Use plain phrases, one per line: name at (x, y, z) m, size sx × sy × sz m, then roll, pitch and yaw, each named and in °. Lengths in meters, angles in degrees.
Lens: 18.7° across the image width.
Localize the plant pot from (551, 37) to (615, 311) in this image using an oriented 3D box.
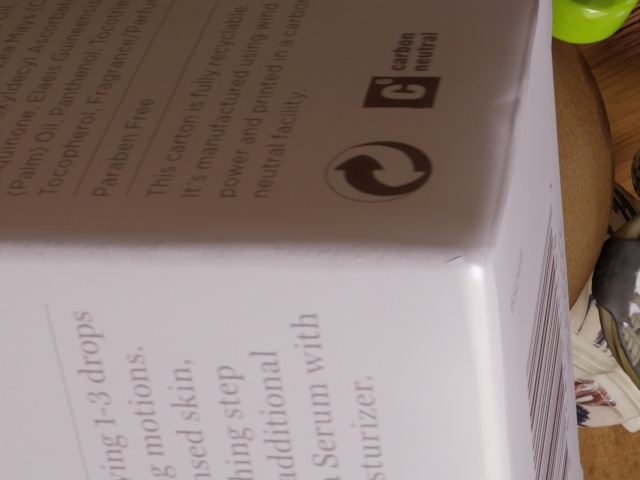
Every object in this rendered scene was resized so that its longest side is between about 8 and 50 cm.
plant pot at (0.000, 0.000, 0.820) m, size 0.237 × 0.237 × 0.254 m, roll -33°, pitch -173°, yaw 17°

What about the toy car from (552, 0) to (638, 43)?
toy car at (0.061, -0.182, 0.805) m, size 0.188 × 0.149 × 0.155 m, roll 8°, pitch 153°, yaw -8°

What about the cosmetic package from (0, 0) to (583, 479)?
cosmetic package at (-0.152, 0.047, 0.616) m, size 0.453 × 0.161 × 0.230 m, roll 1°, pitch 126°, yaw 12°

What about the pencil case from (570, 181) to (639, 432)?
pencil case at (0.123, 0.021, 1.195) m, size 0.160 × 0.183 × 0.410 m, roll -27°, pitch 159°, yaw 16°

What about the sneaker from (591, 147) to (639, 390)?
sneaker at (0.235, 0.006, 1.107) m, size 0.410 × 0.182 × 0.158 m, roll -2°, pitch 114°, yaw -54°
